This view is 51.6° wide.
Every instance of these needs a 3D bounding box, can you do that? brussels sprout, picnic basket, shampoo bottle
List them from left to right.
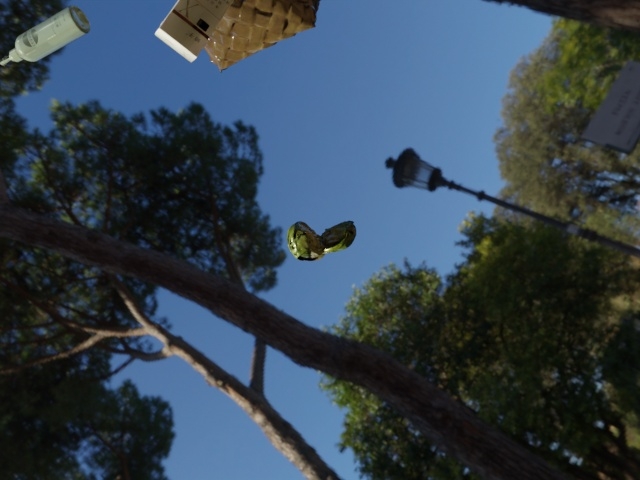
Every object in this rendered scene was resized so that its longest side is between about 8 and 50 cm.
[{"bbox_3d":[-0.524,-0.371,1.238,0.195,0.056,0.056,-23,-28,16],"label":"shampoo bottle"},{"bbox_3d":[-0.186,-0.597,1.467,0.293,0.337,0.337,-84,-11,-45],"label":"picnic basket"},{"bbox_3d":[0.001,0.000,0.793,0.051,0.083,0.046,98,169,-58],"label":"brussels sprout"}]

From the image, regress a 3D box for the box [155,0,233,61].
[{"bbox_3d":[-0.234,-0.421,1.242,0.084,0.040,0.154,36,-112,-25],"label":"box"}]
